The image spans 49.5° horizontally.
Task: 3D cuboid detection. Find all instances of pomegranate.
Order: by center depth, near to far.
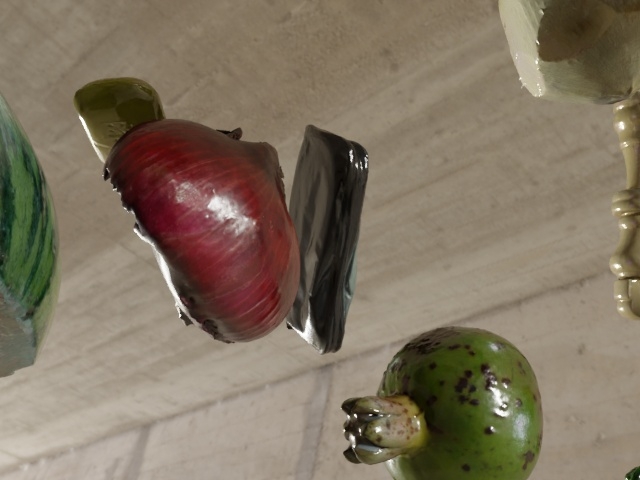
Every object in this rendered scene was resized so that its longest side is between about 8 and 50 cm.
[{"bbox_3d":[0.128,0.193,0.755,0.202,0.248,0.201,-13,-106,52],"label":"pomegranate"}]

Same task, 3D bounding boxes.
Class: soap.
[{"bbox_3d":[-0.209,-0.121,0.746,0.089,0.140,0.045,-4,-118,-3],"label":"soap"}]

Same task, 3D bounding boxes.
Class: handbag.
[{"bbox_3d":[0.000,0.003,1.024,0.192,0.075,0.331,-144,-123,-61],"label":"handbag"}]

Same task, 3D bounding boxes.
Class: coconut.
[{"bbox_3d":[0.250,-0.199,0.640,0.161,0.161,0.162,-20,-105,41],"label":"coconut"}]

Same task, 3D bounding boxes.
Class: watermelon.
[{"bbox_3d":[-0.298,-0.024,0.485,0.201,0.261,0.212,-19,-123,-18],"label":"watermelon"}]

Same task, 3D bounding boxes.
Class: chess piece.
[{"bbox_3d":[0.567,-0.058,1.218,0.117,0.117,0.396,-5,-105,50],"label":"chess piece"}]

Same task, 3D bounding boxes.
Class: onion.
[{"bbox_3d":[-0.106,-0.015,0.690,0.162,0.248,0.248,-23,-141,14],"label":"onion"}]

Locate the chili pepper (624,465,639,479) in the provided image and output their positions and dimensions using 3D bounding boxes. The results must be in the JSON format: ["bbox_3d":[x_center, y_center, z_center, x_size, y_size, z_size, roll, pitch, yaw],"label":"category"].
[{"bbox_3d":[0.500,0.336,0.912,0.182,0.050,0.073,27,-99,20],"label":"chili pepper"}]
